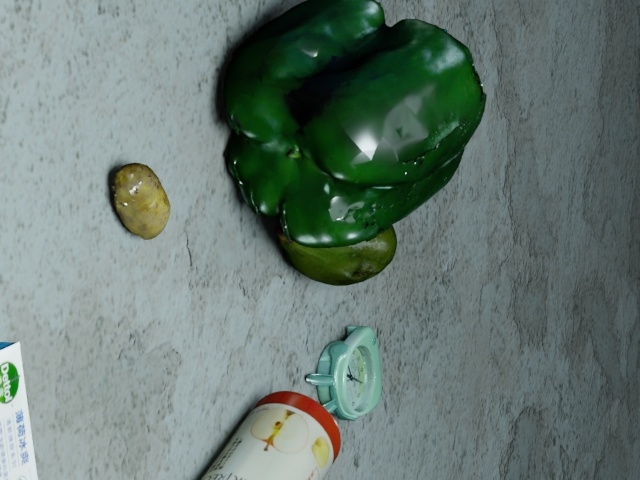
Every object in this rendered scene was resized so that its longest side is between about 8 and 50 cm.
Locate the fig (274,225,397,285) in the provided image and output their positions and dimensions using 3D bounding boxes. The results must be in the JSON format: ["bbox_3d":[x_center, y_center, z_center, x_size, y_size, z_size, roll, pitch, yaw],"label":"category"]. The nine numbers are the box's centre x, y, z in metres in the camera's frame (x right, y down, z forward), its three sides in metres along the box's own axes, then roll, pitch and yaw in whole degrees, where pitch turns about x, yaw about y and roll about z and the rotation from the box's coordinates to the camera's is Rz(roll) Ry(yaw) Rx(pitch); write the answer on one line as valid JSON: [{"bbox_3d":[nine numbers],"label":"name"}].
[{"bbox_3d":[0.000,0.000,1.671,0.177,0.117,0.117,-11,101,-50],"label":"fig"}]

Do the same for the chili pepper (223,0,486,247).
[{"bbox_3d":[0.030,-0.120,1.586,0.257,0.249,0.233,-42,140,-44],"label":"chili pepper"}]

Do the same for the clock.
[{"bbox_3d":[0.028,0.163,1.794,0.135,0.041,0.101,-28,115,-60],"label":"clock"}]

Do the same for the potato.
[{"bbox_3d":[-0.166,-0.037,1.396,0.051,0.040,0.083,-44,139,-25],"label":"potato"}]

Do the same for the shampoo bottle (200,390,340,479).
[{"bbox_3d":[-0.077,0.268,1.509,0.278,0.104,0.104,-52,135,-51],"label":"shampoo bottle"}]

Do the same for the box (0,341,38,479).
[{"bbox_3d":[-0.280,0.184,1.131,0.139,0.073,0.194,-27,114,-61],"label":"box"}]
